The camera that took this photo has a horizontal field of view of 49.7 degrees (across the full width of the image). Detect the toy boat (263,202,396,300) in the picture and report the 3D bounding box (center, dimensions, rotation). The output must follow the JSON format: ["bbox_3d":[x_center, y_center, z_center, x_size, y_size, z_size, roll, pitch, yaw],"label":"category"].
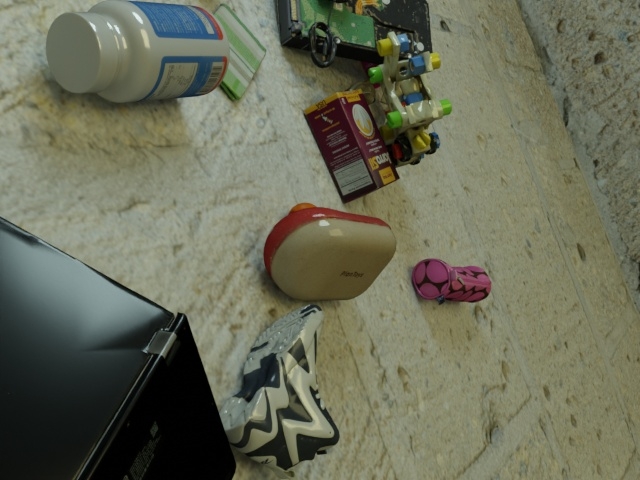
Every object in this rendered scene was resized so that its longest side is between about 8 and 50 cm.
[{"bbox_3d":[0.000,0.000,1.073,0.231,0.151,0.151,7,35,-53],"label":"toy boat"}]

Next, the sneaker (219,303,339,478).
[{"bbox_3d":[-0.028,0.209,0.925,0.153,0.094,0.235,54,36,-22],"label":"sneaker"}]

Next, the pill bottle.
[{"bbox_3d":[-0.227,-0.240,0.878,0.221,0.124,0.124,-23,91,-57],"label":"pill bottle"}]

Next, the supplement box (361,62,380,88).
[{"bbox_3d":[0.135,-0.465,1.527,0.220,0.111,0.114,61,34,-9],"label":"supplement box"}]

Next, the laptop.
[{"bbox_3d":[-0.286,0.226,0.622,0.382,0.236,0.408,-65,153,-47],"label":"laptop"}]

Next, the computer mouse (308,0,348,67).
[{"bbox_3d":[0.021,-0.427,1.267,0.071,0.041,0.242,16,80,-14],"label":"computer mouse"}]

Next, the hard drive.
[{"bbox_3d":[0.070,-0.475,1.363,0.339,0.064,0.237,0,81,-34],"label":"hard drive"}]

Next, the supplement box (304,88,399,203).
[{"bbox_3d":[0.060,-0.177,1.282,0.104,0.080,0.188,-28,95,-57],"label":"supplement box"}]

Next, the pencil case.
[{"bbox_3d":[0.278,0.086,1.420,0.209,0.098,0.095,7,66,-54],"label":"pencil case"}]

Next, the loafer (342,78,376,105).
[{"bbox_3d":[0.080,-0.292,1.399,0.050,0.056,0.148,57,34,-4],"label":"loafer"}]

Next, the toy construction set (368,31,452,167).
[{"bbox_3d":[0.160,-0.259,1.357,0.327,0.151,0.215,13,60,-85],"label":"toy construction set"}]

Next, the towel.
[{"bbox_3d":[-0.149,-0.307,1.124,0.113,0.023,0.152,46,41,-26],"label":"towel"}]
